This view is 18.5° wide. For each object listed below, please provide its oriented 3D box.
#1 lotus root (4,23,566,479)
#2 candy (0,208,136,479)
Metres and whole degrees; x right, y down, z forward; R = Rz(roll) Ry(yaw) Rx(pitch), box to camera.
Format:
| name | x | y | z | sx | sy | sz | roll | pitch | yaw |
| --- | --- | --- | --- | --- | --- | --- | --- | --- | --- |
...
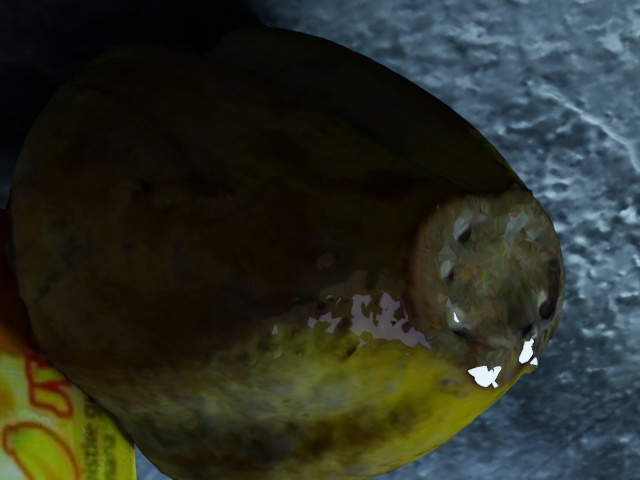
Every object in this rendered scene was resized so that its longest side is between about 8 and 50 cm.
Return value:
| name | x | y | z | sx | sy | sz | roll | pitch | yaw |
| --- | --- | --- | --- | --- | --- | --- | --- | --- | --- |
| lotus root | 0.001 | -0.001 | 0.798 | 0.199 | 0.180 | 0.188 | 52 | 59 | -33 |
| candy | -0.200 | 0.049 | 0.777 | 0.088 | 0.146 | 0.276 | -17 | 159 | 40 |
